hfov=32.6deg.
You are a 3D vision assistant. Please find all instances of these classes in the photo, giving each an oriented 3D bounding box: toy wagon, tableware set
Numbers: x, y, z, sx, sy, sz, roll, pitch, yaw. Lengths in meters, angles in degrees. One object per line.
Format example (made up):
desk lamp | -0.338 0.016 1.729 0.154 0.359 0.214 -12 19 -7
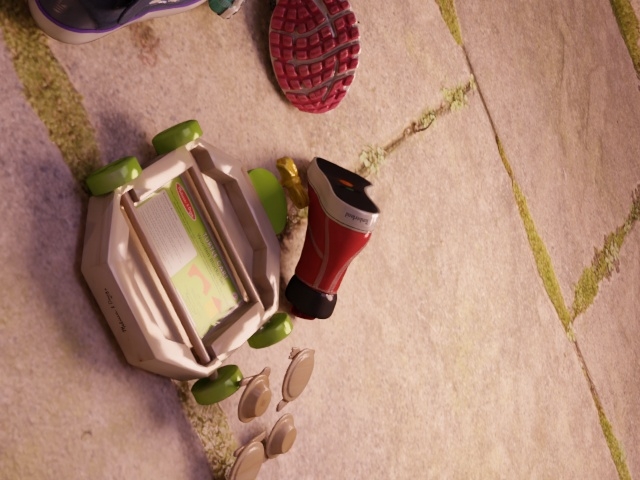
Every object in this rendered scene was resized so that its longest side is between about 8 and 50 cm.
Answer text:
toy wagon | -0.120 0.005 1.206 0.344 0.068 0.267 -44 114 -54
tableware set | -0.056 0.196 1.201 0.141 0.020 0.168 -18 125 -58

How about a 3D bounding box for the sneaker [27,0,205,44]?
sneaker | -0.139 -0.330 1.109 0.130 0.236 0.323 52 49 -4

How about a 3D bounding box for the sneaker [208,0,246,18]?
sneaker | -0.131 -0.395 1.347 0.110 0.107 0.275 10 63 -33

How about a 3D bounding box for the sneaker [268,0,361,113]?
sneaker | -0.011 -0.318 1.459 0.112 0.121 0.299 6 78 -87

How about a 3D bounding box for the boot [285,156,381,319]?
boot | 0.000 0.000 1.382 0.088 0.176 0.244 20 18 -10
